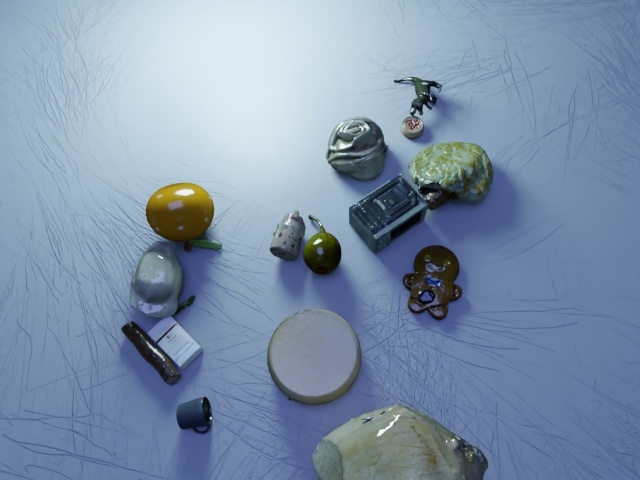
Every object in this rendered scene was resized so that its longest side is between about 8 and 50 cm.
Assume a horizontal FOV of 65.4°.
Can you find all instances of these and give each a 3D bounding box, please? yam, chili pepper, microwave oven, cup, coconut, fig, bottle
[{"bbox_3d":[-0.501,0.329,1.466,0.241,0.057,0.057,41,74,19],"label":"yam"},{"bbox_3d":[-0.419,0.197,1.538,0.083,0.027,0.022,-39,72,-15],"label":"chili pepper"},{"bbox_3d":[0.211,-0.087,1.577,0.208,0.122,0.162,-33,68,-12],"label":"microwave oven"},{"bbox_3d":[-0.346,0.489,1.377,0.077,0.078,0.100,-15,95,2],"label":"cup"},{"bbox_3d":[0.202,0.564,1.132,0.405,0.404,0.404,-1,65,3],"label":"coconut"},{"bbox_3d":[0.000,0.000,1.571,0.124,0.124,0.236,-8,46,0],"label":"fig"},{"bbox_3d":[-0.098,-0.021,1.583,0.099,0.099,0.152,11,65,9],"label":"bottle"}]

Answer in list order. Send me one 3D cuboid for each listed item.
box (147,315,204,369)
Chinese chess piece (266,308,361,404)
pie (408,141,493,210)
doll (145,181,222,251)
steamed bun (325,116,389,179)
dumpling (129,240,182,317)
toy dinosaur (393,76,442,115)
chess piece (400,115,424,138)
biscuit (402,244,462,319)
[{"bbox_3d":[-0.432,0.300,1.484,0.154,0.040,0.084,39,75,20],"label":"box"},{"bbox_3d":[-0.019,0.326,1.411,0.273,0.102,0.273,-1,64,2],"label":"Chinese chess piece"},{"bbox_3d":[0.426,-0.229,1.643,0.274,0.105,0.257,-12,56,-2],"label":"pie"},{"bbox_3d":[-0.436,-0.062,1.584,0.213,0.213,0.236,-11,106,-1],"label":"doll"},{"bbox_3d":[0.126,-0.329,1.684,0.211,0.144,0.218,12,67,9],"label":"steamed bun"},{"bbox_3d":[-0.505,0.115,1.524,0.162,0.132,0.250,-8,67,-4],"label":"dumpling"},{"bbox_3d":[0.335,-0.538,1.787,0.179,0.087,0.187,23,49,6],"label":"toy dinosaur"},{"bbox_3d":[0.324,-0.401,1.764,0.084,0.038,0.083,-1,66,1],"label":"chess piece"},{"bbox_3d":[0.344,0.120,1.521,0.180,0.039,0.236,12,64,10],"label":"biscuit"}]
